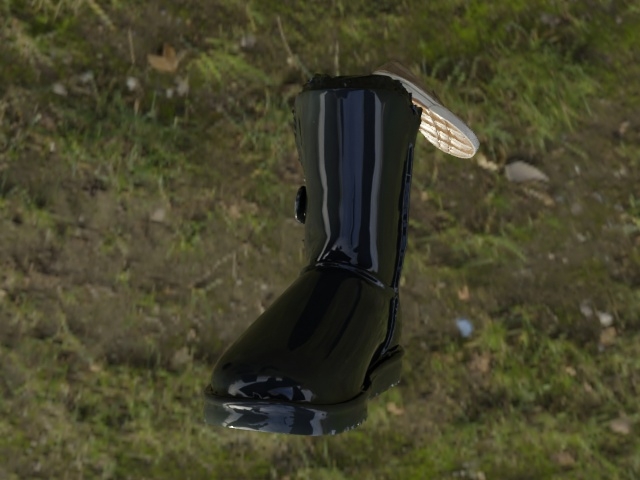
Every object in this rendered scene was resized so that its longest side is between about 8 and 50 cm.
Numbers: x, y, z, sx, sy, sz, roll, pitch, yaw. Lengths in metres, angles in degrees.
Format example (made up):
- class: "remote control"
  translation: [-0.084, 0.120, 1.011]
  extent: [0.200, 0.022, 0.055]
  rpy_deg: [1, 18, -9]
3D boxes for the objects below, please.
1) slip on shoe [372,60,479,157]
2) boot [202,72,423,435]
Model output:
- class: "slip on shoe"
  translation: [0.112, -0.138, 1.249]
  extent: [0.135, 0.041, 0.051]
  rpy_deg: [34, 150, 12]
- class: "boot"
  translation: [0.000, 0.000, 0.744]
  extent: [0.094, 0.246, 0.207]
  rpy_deg: [3, 95, 19]
